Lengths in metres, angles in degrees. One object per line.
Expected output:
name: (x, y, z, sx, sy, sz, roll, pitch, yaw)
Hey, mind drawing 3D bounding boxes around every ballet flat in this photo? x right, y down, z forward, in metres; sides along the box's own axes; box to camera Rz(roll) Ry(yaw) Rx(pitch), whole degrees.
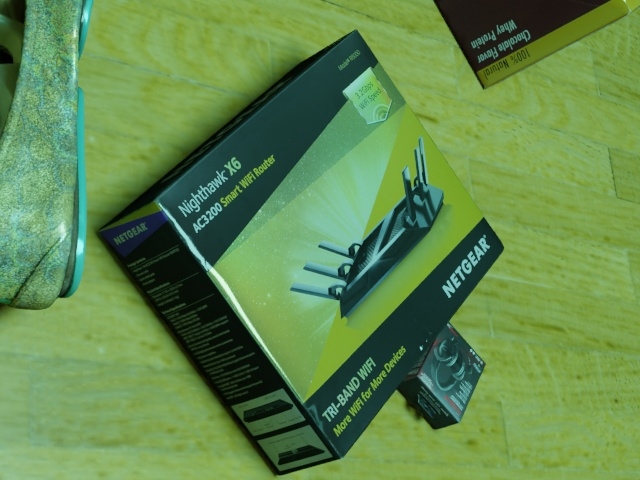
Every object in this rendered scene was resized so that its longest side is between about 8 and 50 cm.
ballet flat: (-0.215, -0.122, 0.920, 0.123, 0.123, 0.349, 19, 60, -37)

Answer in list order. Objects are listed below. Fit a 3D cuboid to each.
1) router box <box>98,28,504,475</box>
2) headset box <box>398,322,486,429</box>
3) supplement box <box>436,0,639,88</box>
router box: (0.000, 0.000, 1.085, 0.243, 0.081, 0.309, 54, 45, -11)
headset box: (0.105, 0.121, 1.168, 0.062, 0.032, 0.083, 49, 45, -17)
supplement box: (0.219, -0.293, 1.339, 0.129, 0.191, 0.194, -37, 98, -45)
